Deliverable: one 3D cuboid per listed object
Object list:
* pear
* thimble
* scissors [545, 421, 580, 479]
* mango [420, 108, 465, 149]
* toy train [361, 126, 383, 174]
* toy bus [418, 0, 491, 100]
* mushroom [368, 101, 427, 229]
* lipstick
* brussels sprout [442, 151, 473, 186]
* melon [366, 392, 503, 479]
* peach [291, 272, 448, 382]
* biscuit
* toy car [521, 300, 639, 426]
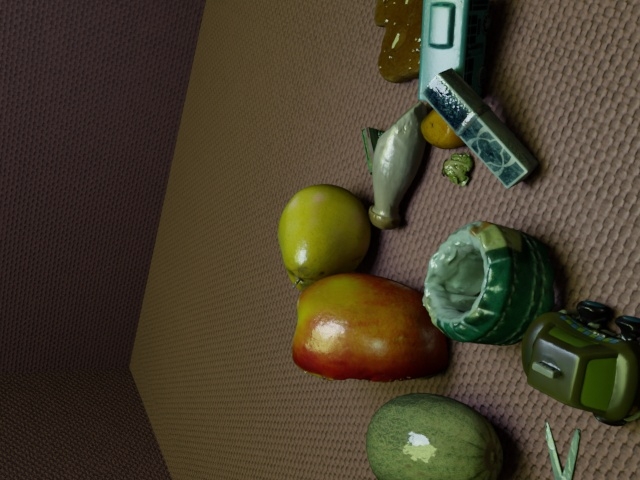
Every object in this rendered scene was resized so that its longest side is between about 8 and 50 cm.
[{"bbox_3d":[-0.006,-0.012,1.838,0.285,0.336,0.284,13,114,32],"label":"pear"},{"bbox_3d":[0.347,0.097,1.383,0.288,0.168,0.254,135,141,-56],"label":"thimble"},{"bbox_3d":[0.482,0.494,1.297,0.144,0.017,0.247,-9,79,57],"label":"scissors"},{"bbox_3d":[0.306,-0.270,1.572,0.115,0.089,0.165,56,152,2],"label":"mango"},{"bbox_3d":[0.158,-0.250,1.829,0.038,0.071,0.147,-36,57,52],"label":"toy train"},{"bbox_3d":[0.303,-0.446,1.487,0.128,0.147,0.255,15,117,34],"label":"toy bus"},{"bbox_3d":[0.200,-0.195,1.714,0.128,0.129,0.349,40,124,52],"label":"mushroom"},{"bbox_3d":[0.345,-0.242,1.409,0.289,0.076,0.077,49,134,6],"label":"lipstick"},{"bbox_3d":[0.324,-0.177,1.576,0.085,0.058,0.085,-164,90,-71],"label":"brussels sprout"},{"bbox_3d":[0.248,0.465,1.454,0.329,0.249,0.248,-10,79,52],"label":"melon"},{"bbox_3d":[0.126,0.215,1.628,0.306,0.381,0.242,-117,34,-79],"label":"peach"},{"bbox_3d":[0.266,-0.583,1.687,0.381,0.074,0.358,-59,42,39],"label":"biscuit"},{"bbox_3d":[0.463,0.223,1.179,0.248,0.198,0.204,26,110,58],"label":"toy car"}]
